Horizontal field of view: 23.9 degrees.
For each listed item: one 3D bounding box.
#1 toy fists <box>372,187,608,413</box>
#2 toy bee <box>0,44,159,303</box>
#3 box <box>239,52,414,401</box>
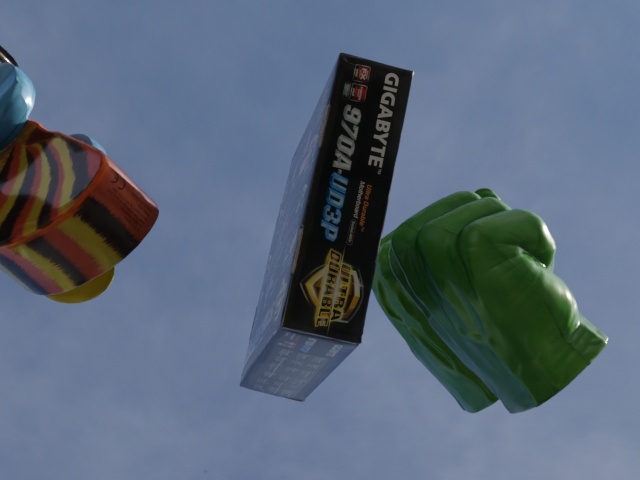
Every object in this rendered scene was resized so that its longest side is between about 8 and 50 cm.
[{"bbox_3d":[0.106,0.037,1.050,0.096,0.279,0.142,-42,-90,-8],"label":"toy fists"},{"bbox_3d":[-0.217,-0.024,0.983,0.195,0.298,0.162,44,-92,-16],"label":"toy bee"},{"bbox_3d":[0.000,0.000,0.979,0.051,0.220,0.175,14,-107,-5],"label":"box"}]
